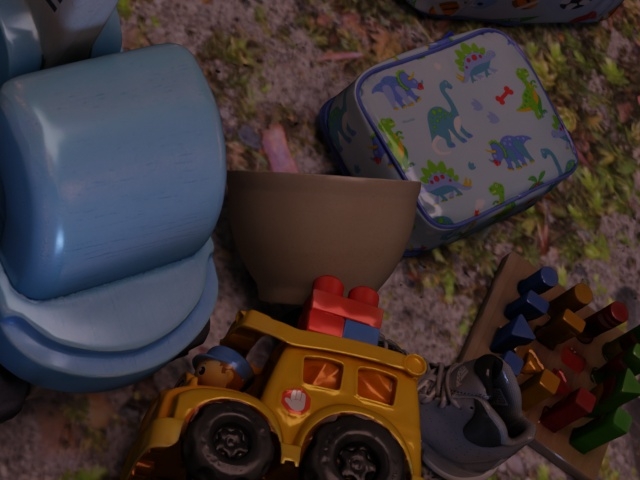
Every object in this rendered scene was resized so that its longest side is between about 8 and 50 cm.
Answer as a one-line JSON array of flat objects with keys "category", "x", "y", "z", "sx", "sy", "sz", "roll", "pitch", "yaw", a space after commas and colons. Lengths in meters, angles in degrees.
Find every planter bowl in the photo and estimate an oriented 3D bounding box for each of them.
[{"category": "planter bowl", "x": 0.000, "y": 0.000, "z": 1.479, "sx": 0.162, "sy": 0.162, "sz": 0.109, "roll": 2, "pitch": 91, "yaw": -31}]

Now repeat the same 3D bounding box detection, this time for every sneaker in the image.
[{"category": "sneaker", "x": 0.084, "y": 0.107, "z": 1.476, "sx": 0.229, "sy": 0.132, "sz": 0.086, "roll": 33, "pitch": 53, "yaw": -14}]

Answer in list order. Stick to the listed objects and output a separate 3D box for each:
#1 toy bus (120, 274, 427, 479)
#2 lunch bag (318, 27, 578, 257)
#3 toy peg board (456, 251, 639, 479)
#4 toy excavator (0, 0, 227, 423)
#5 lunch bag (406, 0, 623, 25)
[{"category": "toy bus", "x": -0.028, "y": 0.123, "z": 1.370, "sx": 0.220, "sy": 0.149, "sz": 0.211, "roll": 14, "pitch": 62, "yaw": -12}, {"category": "lunch bag", "x": 0.117, "y": -0.094, "z": 1.628, "sx": 0.219, "sy": 0.090, "sz": 0.176, "roll": -24, "pitch": 82, "yaw": -38}, {"category": "toy peg board", "x": 0.222, "y": 0.101, "z": 1.601, "sx": 0.161, "sy": 0.079, "sz": 0.161, "roll": 36, "pitch": 52, "yaw": -11}, {"category": "toy excavator", "x": -0.174, "y": -0.131, "z": 1.238, "sx": 0.222, "sy": 0.445, "sz": 0.433, "roll": -17, "pitch": 76, "yaw": -37}, {"category": "lunch bag", "x": 0.180, "y": -0.339, "z": 1.781, "sx": 0.303, "sy": 0.115, "sz": 0.243, "roll": 0, "pitch": 64, "yaw": -33}]
